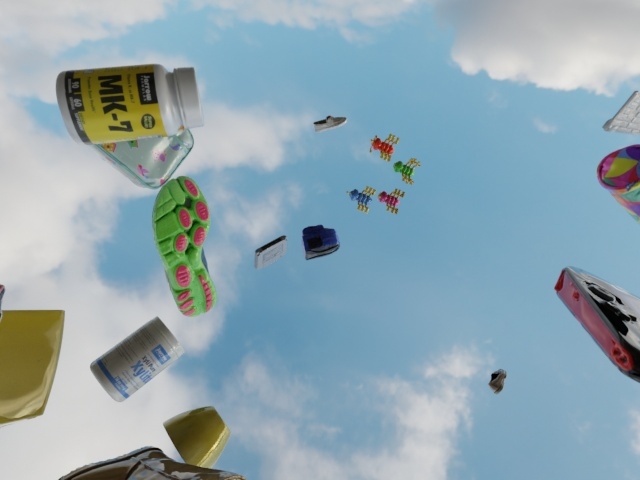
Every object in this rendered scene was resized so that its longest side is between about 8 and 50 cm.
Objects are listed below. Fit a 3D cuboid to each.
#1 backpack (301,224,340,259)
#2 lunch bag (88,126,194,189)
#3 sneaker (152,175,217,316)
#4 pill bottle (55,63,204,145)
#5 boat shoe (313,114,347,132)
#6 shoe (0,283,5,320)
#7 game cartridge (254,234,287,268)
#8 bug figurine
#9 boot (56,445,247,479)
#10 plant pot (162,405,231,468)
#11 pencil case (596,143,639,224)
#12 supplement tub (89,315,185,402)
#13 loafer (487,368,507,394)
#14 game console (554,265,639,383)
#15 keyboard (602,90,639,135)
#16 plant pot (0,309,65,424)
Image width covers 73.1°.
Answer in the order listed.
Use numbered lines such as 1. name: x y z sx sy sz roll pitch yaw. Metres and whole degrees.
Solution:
1. backpack: 0.000 0.000 1.398 0.120 0.098 0.101 -11 -103 -7
2. lunch bag: -0.491 -0.292 1.154 0.108 0.279 0.224 17 -114 45
3. sneaker: -0.462 0.022 1.419 0.185 0.482 0.202 -13 -152 -32
4. pill bottle: -0.308 -0.230 0.723 0.209 0.119 0.119 -10 -128 -11
5. boat shoe: 0.026 -0.345 1.253 0.100 0.035 0.035 -12 -138 14
6. shoe: -0.503 0.136 0.593 0.081 0.063 0.177 16 -100 -21
7. game cartridge: -0.106 0.027 0.922 0.017 0.056 0.083 36 -133 30
8. bug figurine: 0.220 -0.217 1.505 0.216 0.279 0.072 23 -176 -22
9. boot: -0.285 0.407 0.674 0.270 0.089 0.236 -9 -176 42
10. plant pot: -0.239 0.392 0.870 0.095 0.134 0.134 -34 -120 -23
11. pencil case: 0.626 -0.085 0.816 0.236 0.104 0.104 29 -135 -27
12. supplement tub: -0.255 0.165 0.606 0.107 0.071 0.071 -38 -118 -24
13. loafer: 0.527 0.412 1.291 0.039 0.045 0.125 41 -153 13
14. game console: 0.537 0.175 0.589 0.387 0.060 0.342 27 -163 8
15. keyboard: 0.580 -0.225 0.780 0.256 0.072 0.014 -9 -127 -40
16. plant pot: -0.607 0.242 0.762 0.212 0.212 0.187 -22 -107 22
